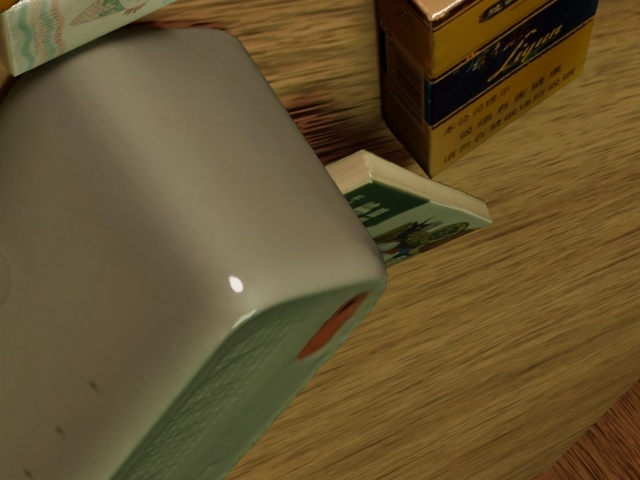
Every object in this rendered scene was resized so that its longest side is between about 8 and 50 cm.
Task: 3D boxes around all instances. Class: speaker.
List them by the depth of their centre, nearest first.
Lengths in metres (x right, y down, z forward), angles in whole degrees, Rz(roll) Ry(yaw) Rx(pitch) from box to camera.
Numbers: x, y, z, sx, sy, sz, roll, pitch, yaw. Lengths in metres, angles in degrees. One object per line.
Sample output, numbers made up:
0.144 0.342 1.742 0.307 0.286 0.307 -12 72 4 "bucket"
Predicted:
-0.145 0.079 0.856 0.183 0.184 0.406 -10 147 -50 "speaker"

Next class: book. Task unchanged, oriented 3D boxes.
0.000 0.000 1.071 0.202 0.027 0.264 -23 165 20 "book"

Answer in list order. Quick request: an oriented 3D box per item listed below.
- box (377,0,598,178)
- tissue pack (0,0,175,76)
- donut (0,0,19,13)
0.117 -0.152 0.971 0.152 0.070 0.237 -34 162 -10 "box"
-0.113 -0.124 0.702 0.108 0.023 0.056 -31 159 -21 "tissue pack"
-0.169 -0.143 0.518 0.178 0.065 0.162 -13 143 -47 "donut"
